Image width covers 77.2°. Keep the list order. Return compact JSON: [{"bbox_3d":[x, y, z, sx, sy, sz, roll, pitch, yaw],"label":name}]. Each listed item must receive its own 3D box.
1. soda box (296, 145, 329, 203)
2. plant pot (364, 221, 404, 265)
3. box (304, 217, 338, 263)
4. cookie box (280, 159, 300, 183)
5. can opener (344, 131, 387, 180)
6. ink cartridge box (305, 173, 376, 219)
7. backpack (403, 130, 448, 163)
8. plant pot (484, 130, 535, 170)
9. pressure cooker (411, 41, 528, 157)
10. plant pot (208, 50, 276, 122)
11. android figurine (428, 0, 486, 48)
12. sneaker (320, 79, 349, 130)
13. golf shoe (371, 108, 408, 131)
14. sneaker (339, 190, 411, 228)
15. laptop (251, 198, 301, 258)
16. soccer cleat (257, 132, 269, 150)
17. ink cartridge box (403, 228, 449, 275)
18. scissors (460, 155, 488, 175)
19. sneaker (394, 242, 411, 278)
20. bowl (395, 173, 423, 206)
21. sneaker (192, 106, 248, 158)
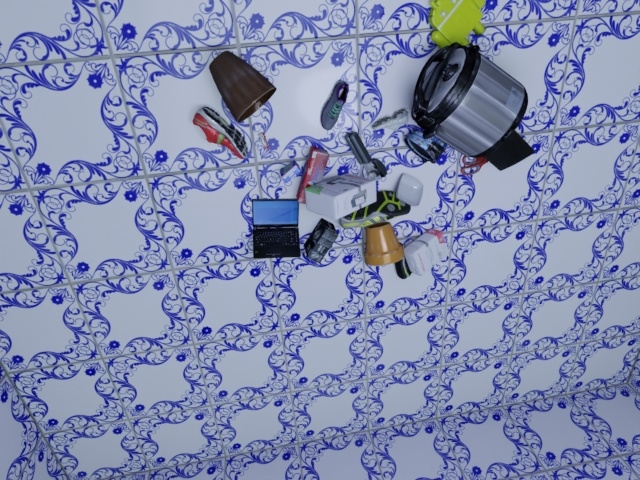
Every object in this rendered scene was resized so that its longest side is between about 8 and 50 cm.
[{"bbox_3d":[-0.039,-0.303,1.896,0.084,0.092,0.263,12,113,-16],"label":"soda box"},{"bbox_3d":[0.314,0.009,2.066,0.205,0.205,0.187,-14,103,-2],"label":"plant pot"},{"bbox_3d":[0.000,0.000,2.024,0.078,0.147,0.180,26,110,-21],"label":"box"},{"bbox_3d":[-0.141,-0.321,1.862,0.092,0.107,0.040,-38,116,10],"label":"cookie box"},{"bbox_3d":[0.216,-0.400,1.913,0.093,0.074,0.280,-52,120,-22],"label":"can opener"},{"bbox_3d":[0.096,-0.208,1.844,0.273,0.199,0.114,-26,124,-36],"label":"ink cartridge box"},{"bbox_3d":[0.485,-0.452,1.881,0.173,0.158,0.116,36,98,-11],"label":"backpack"},{"bbox_3d":[0.868,-0.447,1.923,0.188,0.188,0.167,36,112,-18],"label":"plant pot"},{"bbox_3d":[0.592,-0.598,1.688,0.421,0.369,0.375,25,130,-17],"label":"pressure cooker"},{"bbox_3d":[-0.335,-0.640,1.631,0.215,0.215,0.230,-39,102,10],"label":"plant pot"},{"bbox_3d":[0.574,-0.942,1.700,0.273,0.056,0.248,35,106,-25],"label":"android figurine"},{"bbox_3d":[0.063,-0.590,1.765,0.083,0.098,0.223,14,113,-16],"label":"sneaker"},{"bbox_3d":[0.328,-0.536,1.858,0.176,0.069,0.085,-22,124,3],"label":"golf shoe"},{"bbox_3d":[0.268,-0.149,2.022,0.385,0.145,0.147,-8,155,-15],"label":"sneaker"},{"bbox_3d":[-0.216,-0.059,1.964,0.235,0.264,0.136,-1,153,-8],"label":"laptop"},{"bbox_3d":[-0.259,-0.449,1.824,0.036,0.029,0.083,-14,115,8],"label":"soccer cleat"},{"bbox_3d":[0.563,0.062,2.142,0.218,0.092,0.158,-36,119,-18],"label":"ink cartridge box"},{"bbox_3d":[0.850,-0.408,2.033,0.298,0.021,0.108,-14,109,-5],"label":"scissors"},{"bbox_3d":[0.460,0.103,2.207,0.097,0.084,0.234,-26,122,-24],"label":"sneaker"},{"bbox_3d":[0.438,-0.245,2.001,0.142,0.053,0.141,24,71,-18],"label":"bowl"},{"bbox_3d":[-0.438,-0.459,1.766,0.118,0.107,0.279,-33,115,28],"label":"sneaker"}]
